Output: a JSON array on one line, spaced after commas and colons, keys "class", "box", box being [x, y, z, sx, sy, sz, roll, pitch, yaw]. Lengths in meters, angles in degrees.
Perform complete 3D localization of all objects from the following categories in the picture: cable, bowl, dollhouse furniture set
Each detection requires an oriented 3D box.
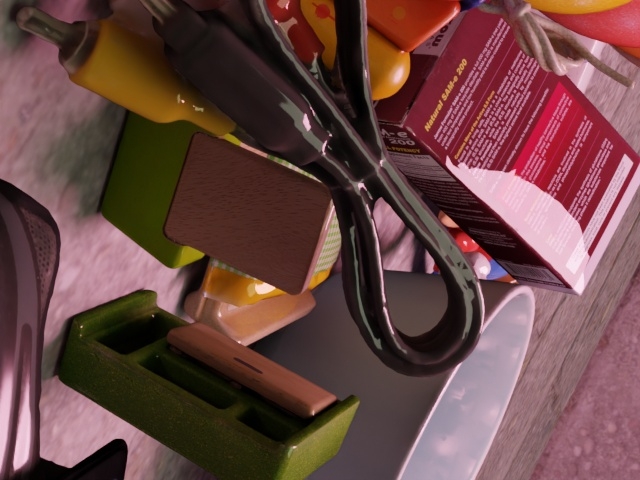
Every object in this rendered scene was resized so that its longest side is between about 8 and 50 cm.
[{"class": "cable", "box": [0.000, -0.059, 0.709, 0.139, 0.072, 0.287, -44, 121, 2]}, {"class": "bowl", "box": [0.032, 0.144, 1.176, 0.311, 0.163, 0.312, -52, 158, -31]}, {"class": "dollhouse furniture set", "box": [0.000, 0.000, 0.916, 0.301, 0.151, 0.198, -24, 136, -64]}]

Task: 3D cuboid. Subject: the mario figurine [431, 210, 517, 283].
[{"class": "mario figurine", "box": [0.177, 0.000, 1.362, 0.320, 0.170, 0.198, 94, -8, -64]}]

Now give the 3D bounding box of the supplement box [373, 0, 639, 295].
[{"class": "supplement box", "box": [0.141, -0.075, 1.139, 0.239, 0.073, 0.130, 41, 72, -34]}]

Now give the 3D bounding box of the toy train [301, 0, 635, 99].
[{"class": "toy train", "box": [0.030, -0.097, 0.754, 0.143, 0.248, 0.105, -54, -169, -2]}]

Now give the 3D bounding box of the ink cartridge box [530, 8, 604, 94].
[{"class": "ink cartridge box", "box": [0.212, -0.181, 1.359, 0.052, 0.088, 0.122, -13, 126, -67]}]

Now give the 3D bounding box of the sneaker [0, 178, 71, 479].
[{"class": "sneaker", "box": [-0.178, 0.184, 0.623, 0.202, 0.185, 0.483, -34, 146, -50]}]

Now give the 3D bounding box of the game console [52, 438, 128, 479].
[{"class": "game console", "box": [-0.082, 0.150, 0.541, 0.071, 0.107, 0.122, -1, 108, -39]}]

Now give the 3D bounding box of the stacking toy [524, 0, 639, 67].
[{"class": "stacking toy", "box": [0.184, -0.251, 0.952, 0.480, 0.350, 0.351, -14, 129, -48]}]
